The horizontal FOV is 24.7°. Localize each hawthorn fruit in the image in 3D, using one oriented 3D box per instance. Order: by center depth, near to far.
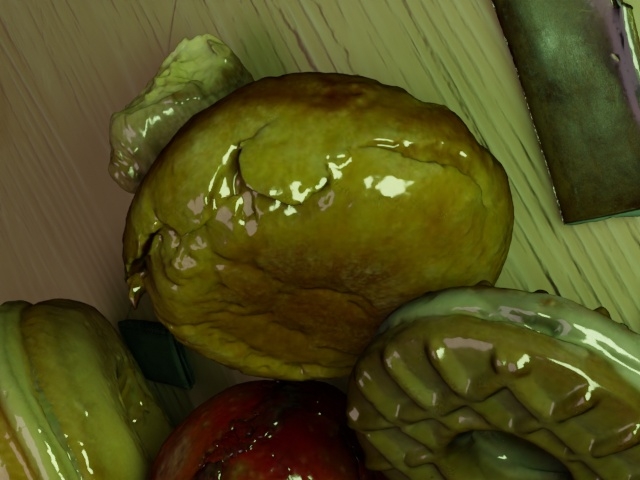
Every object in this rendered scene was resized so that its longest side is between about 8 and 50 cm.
[{"bbox_3d":[-0.054,0.294,1.547,0.316,0.316,0.316,25,125,42],"label":"hawthorn fruit"}]

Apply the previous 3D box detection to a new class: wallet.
[{"bbox_3d":[0.216,-0.139,1.220,0.137,0.031,0.255,-12,98,51],"label":"wallet"},{"bbox_3d":[-0.206,0.140,1.857,0.129,0.026,0.088,4,120,52],"label":"wallet"}]

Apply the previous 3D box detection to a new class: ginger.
[{"bbox_3d":[-0.118,-0.073,1.518,0.130,0.221,0.276,-7,93,42],"label":"ginger"}]

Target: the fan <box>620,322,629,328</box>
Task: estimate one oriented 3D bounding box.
[{"bbox_3d":[0.211,0.119,1.365,0.226,0.008,0.152,-30,83,53],"label":"fan"}]

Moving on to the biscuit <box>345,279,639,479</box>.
[{"bbox_3d":[0.178,0.165,1.247,0.332,0.103,0.332,18,142,15],"label":"biscuit"}]

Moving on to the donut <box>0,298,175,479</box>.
[{"bbox_3d":[-0.282,0.270,1.759,0.449,0.198,0.449,63,-179,-2],"label":"donut"}]

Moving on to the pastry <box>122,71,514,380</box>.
[{"bbox_3d":[0.000,0.000,1.316,0.164,0.356,0.356,-93,20,-43],"label":"pastry"}]
